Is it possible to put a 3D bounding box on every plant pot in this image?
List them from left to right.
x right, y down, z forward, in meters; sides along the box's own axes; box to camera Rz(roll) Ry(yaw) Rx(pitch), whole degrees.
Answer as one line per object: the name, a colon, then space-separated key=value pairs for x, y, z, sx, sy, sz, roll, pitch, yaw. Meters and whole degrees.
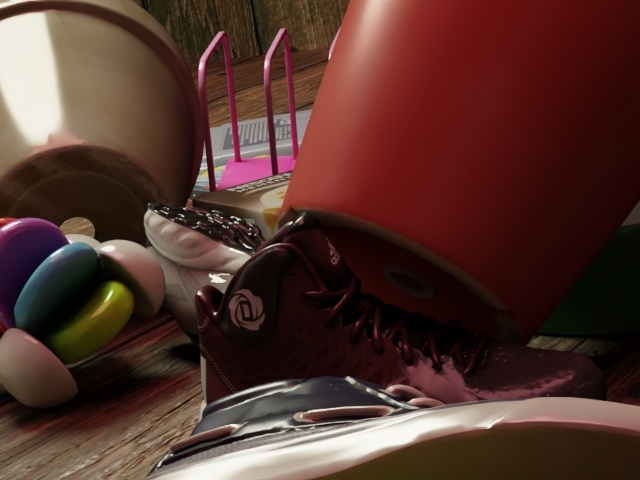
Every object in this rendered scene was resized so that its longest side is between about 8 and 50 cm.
plant pot: x=-0.255 y=-0.065 z=1.665 sx=0.323 sy=0.323 sz=0.280 roll=-12 pitch=28 yaw=-9
plant pot: x=0.109 y=-0.066 z=1.204 sx=0.275 sy=0.275 sz=0.243 roll=5 pitch=60 yaw=50

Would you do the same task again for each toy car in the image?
toy car: x=-0.231 y=0.041 z=1.381 sx=0.159 sy=0.136 sz=0.182 roll=-45 pitch=28 yaw=-25

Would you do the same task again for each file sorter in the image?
file sorter: x=0.026 y=-0.129 z=1.789 sx=0.290 sy=0.182 sz=0.202 roll=-2 pitch=20 yaw=6

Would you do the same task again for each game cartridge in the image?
game cartridge: x=-0.067 y=-0.126 z=2.290 sx=0.196 sy=0.060 sz=0.294 roll=-13 pitch=12 yaw=2

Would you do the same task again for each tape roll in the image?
tape roll: x=0.277 y=-0.006 z=1.402 sx=0.321 sy=0.077 sz=0.321 roll=-10 pitch=12 yaw=2

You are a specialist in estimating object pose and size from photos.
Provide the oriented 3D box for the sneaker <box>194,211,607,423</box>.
sneaker: x=0.038 y=0.057 z=1.102 sx=0.281 sy=0.163 sz=0.106 roll=-7 pitch=13 yaw=17

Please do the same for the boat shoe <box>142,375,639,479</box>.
boat shoe: x=0.059 y=0.119 z=0.880 sx=0.340 sy=0.127 sz=0.158 roll=-7 pitch=20 yaw=19

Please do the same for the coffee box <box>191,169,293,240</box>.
coffee box: x=0.000 y=0.000 z=1.546 sx=0.141 sy=0.098 sz=0.246 roll=-17 pitch=14 yaw=-28

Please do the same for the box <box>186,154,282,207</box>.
box: x=-0.072 y=-0.058 z=2.001 sx=0.159 sy=0.044 sz=0.233 roll=-18 pitch=15 yaw=-31

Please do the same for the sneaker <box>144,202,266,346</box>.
sneaker: x=-0.052 y=0.054 z=1.389 sx=0.100 sy=0.108 sz=0.271 roll=3 pitch=16 yaw=-44
